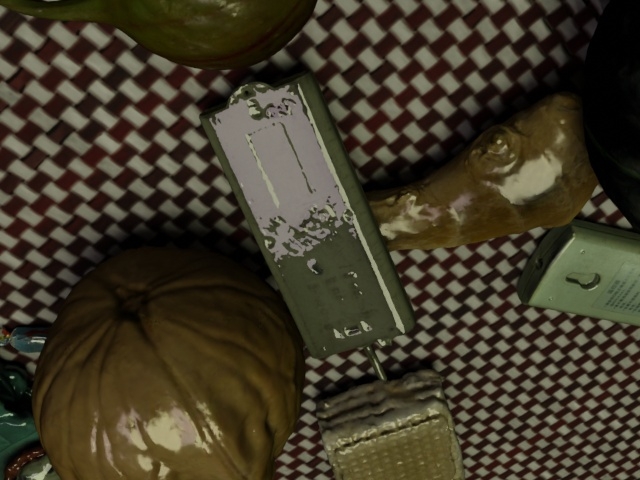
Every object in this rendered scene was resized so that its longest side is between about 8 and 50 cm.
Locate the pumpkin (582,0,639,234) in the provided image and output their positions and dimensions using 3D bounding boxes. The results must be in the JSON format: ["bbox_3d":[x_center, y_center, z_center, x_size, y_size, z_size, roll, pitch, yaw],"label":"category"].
[{"bbox_3d":[0.337,-0.094,0.545,0.296,0.295,0.295,-6,130,-8],"label":"pumpkin"}]

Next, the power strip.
[{"bbox_3d":[0.000,0.000,0.643,0.092,0.034,0.267,-19,108,15],"label":"power strip"}]

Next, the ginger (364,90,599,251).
[{"bbox_3d":[0.095,-0.042,0.671,0.295,0.086,0.131,-12,147,3],"label":"ginger"}]

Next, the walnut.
[{"bbox_3d":[-0.116,0.119,0.674,0.228,0.228,0.228,-6,130,-8],"label":"walnut"}]

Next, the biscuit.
[{"bbox_3d":[0.106,0.310,0.962,0.144,0.078,0.426,-18,131,0],"label":"biscuit"}]

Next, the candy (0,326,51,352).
[{"bbox_3d":[-0.243,0.086,0.735,0.083,0.020,0.030,4,128,-13],"label":"candy"}]

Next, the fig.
[{"bbox_3d":[-0.117,-0.160,0.510,0.237,0.124,0.124,-5,131,7],"label":"fig"}]

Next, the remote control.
[{"bbox_3d":[0.310,0.040,0.812,0.234,0.038,0.098,11,125,-20],"label":"remote control"}]

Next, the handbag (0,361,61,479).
[{"bbox_3d":[-0.342,0.247,0.794,0.274,0.100,0.268,-28,129,11],"label":"handbag"}]
